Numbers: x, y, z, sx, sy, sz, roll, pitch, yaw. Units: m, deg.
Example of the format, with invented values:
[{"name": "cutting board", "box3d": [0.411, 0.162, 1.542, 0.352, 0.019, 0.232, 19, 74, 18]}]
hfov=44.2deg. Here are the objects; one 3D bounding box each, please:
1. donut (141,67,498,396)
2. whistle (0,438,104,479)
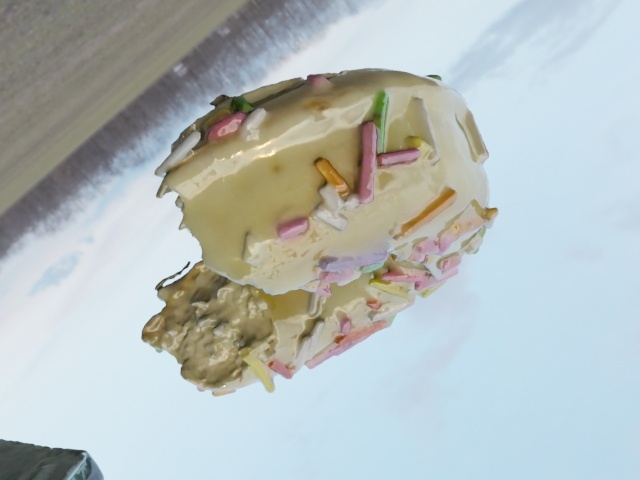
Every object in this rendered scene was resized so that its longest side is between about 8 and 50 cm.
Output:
[{"name": "donut", "box3d": [0.004, 0.001, 0.681, 0.307, 0.150, 0.371, -23, 160, -25]}, {"name": "whistle", "box3d": [-0.368, 0.266, 0.745, 0.405, 0.188, 0.168, -45, 177, 38]}]
